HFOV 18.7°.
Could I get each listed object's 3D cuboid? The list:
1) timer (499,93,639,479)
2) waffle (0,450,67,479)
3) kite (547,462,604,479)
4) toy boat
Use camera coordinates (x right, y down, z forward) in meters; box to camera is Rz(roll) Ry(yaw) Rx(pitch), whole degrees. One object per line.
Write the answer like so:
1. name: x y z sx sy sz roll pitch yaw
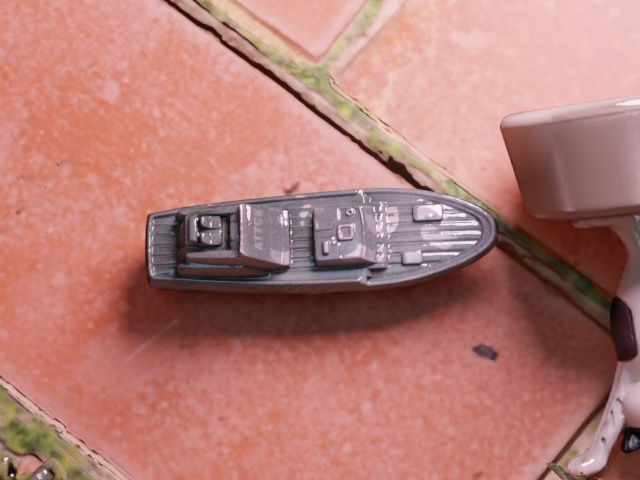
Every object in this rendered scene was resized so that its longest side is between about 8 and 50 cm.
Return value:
1. timer: 0.233 0.029 1.379 0.175 0.175 0.266 -9 93 3
2. waffle: -0.265 0.254 1.395 0.204 0.054 0.223 -4 76 4
3. kite: 0.249 0.196 1.288 0.241 0.183 0.014 16 102 22
4. toy boat: 0.000 0.000 1.421 0.260 0.085 0.078 -3 74 5
